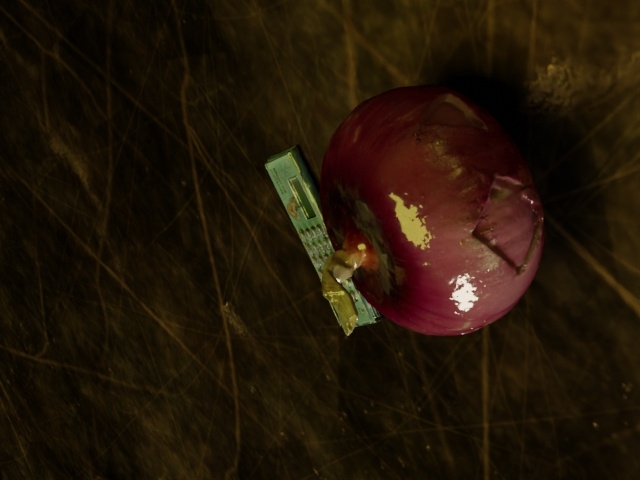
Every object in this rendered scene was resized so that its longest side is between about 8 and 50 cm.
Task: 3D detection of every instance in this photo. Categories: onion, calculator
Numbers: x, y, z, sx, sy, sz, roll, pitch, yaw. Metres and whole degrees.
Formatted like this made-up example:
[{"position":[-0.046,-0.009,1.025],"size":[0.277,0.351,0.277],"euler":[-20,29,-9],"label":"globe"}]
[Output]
[{"position":[0.071,-0.020,0.810],"size":[0.177,0.154,0.177],"euler":[175,90,-85],"label":"onion"},{"position":[0.000,0.000,1.047],"size":[0.057,0.018,0.172],"euler":[-17,100,56],"label":"calculator"}]
